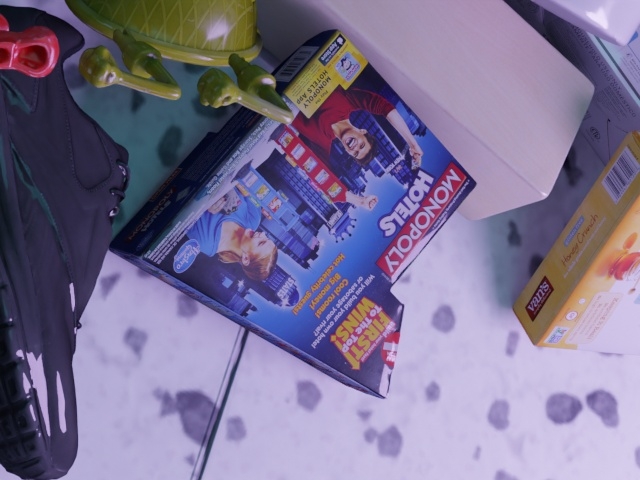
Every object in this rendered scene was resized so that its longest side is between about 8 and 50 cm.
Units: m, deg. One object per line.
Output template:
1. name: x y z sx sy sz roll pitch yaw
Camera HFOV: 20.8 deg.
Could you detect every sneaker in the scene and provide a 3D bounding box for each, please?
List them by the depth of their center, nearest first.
1. sneaker: -0.164 -0.005 1.010 0.130 0.109 0.286 -9 90 -38

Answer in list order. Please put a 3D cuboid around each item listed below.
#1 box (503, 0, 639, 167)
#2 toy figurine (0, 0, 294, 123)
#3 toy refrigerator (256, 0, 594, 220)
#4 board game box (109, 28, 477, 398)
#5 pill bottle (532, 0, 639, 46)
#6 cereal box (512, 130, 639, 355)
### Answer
1. box: 0.288 -0.199 1.288 0.290 0.087 0.169 -36 92 -21
2. toy figurine: -0.156 -0.218 0.920 0.363 0.191 0.217 11 110 -24
3. toy refrigerator: 0.048 -0.136 1.165 0.269 0.094 0.102 38 60 -21
4. board game box: 0.000 0.000 1.121 0.194 0.060 0.194 -49 114 -14
5. pill bottle: 0.206 -0.278 1.101 0.161 0.161 0.283 27 98 -28
6. cereal box: 0.279 0.012 1.261 0.240 0.173 0.047 6 38 -31
